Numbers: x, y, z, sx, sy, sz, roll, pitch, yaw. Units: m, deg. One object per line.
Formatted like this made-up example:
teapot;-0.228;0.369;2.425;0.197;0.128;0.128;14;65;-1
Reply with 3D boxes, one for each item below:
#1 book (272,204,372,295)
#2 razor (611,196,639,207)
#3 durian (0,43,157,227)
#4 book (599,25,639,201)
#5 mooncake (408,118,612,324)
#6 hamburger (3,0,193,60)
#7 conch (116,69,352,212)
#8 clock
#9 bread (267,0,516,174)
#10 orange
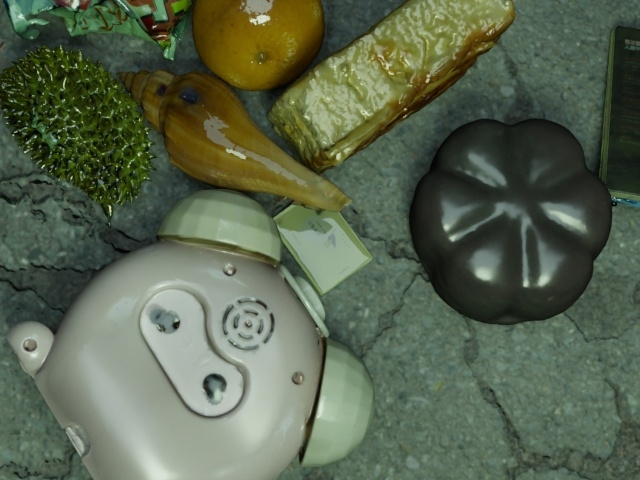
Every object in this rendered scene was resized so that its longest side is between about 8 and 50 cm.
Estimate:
book;0.000;0.000;1.563;0.077;0.014;0.111;-36;87;-10
razor;0.462;-0.025;1.601;0.253;0.042;0.082;22;79;-3
durian;-0.282;-0.127;1.499;0.137;0.095;0.221;-39;96;27
book;0.426;-0.149;1.601;0.160;0.024;0.228;10;70;-4
mooncake;0.223;-0.024;1.535;0.244;0.133;0.245;1;75;-4
hamburger;-0.256;-0.356;1.537;0.275;0.150;0.261;5;99;-20
conch;-0.108;-0.120;1.498;0.330;0.093;0.109;30;66;24
clock;-0.138;0.141;1.458;0.325;0.184;0.342;-31;91;-13
bread;0.081;-0.193;1.516;0.274;0.185;0.114;-38;93;-10
orange;-0.074;-0.255;1.526;0.158;0.159;0.136;-2;45;-6
